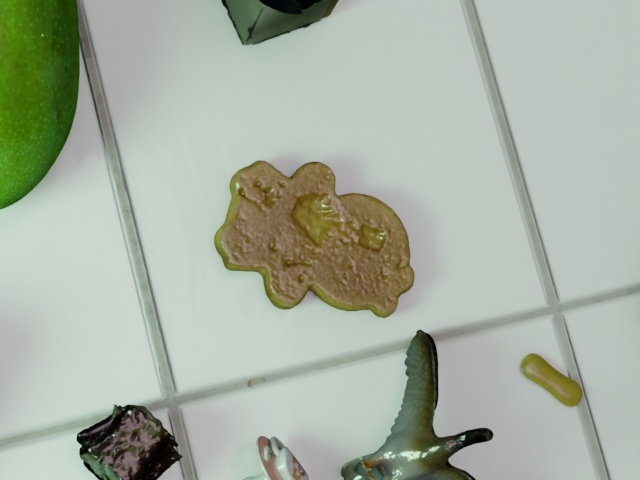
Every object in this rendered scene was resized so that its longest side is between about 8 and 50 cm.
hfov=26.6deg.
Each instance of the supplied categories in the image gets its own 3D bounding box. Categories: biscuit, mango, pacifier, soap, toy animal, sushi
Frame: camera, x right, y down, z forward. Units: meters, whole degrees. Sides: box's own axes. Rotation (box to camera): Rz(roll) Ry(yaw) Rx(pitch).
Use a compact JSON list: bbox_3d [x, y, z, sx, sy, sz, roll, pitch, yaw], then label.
[{"bbox_3d":[-0.001,0.001,1.610,0.248,0.035,0.184,17,74,-13],"label":"biscuit"},{"bbox_3d":[-0.376,-0.220,1.469,0.225,0.201,0.382,-2,88,-39],"label":"mango"},{"bbox_3d":[-0.057,0.267,1.525,0.078,0.081,0.099,-31,111,12],"label":"pacifier"},{"bbox_3d":[0.286,0.172,1.666,0.089,0.012,0.034,35,70,-6],"label":"soap"},{"bbox_3d":[0.120,0.250,1.515,0.160,0.197,0.273,-22,89,-17],"label":"toy animal"},{"bbox_3d":[-0.211,0.226,1.466,0.098,0.094,0.084,46,68,-2],"label":"sushi"}]

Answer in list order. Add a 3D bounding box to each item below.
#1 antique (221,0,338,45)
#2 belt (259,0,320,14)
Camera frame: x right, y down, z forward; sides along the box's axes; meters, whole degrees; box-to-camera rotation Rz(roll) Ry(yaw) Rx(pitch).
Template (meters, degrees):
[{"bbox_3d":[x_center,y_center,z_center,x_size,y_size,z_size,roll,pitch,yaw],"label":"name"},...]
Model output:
[{"bbox_3d":[-0.048,-0.336,1.613,0.148,0.152,0.147,-23,83,-17],"label":"antique"},{"bbox_3d":[-0.041,-0.321,1.501,0.105,0.058,0.140,-12,84,-11],"label":"belt"}]
